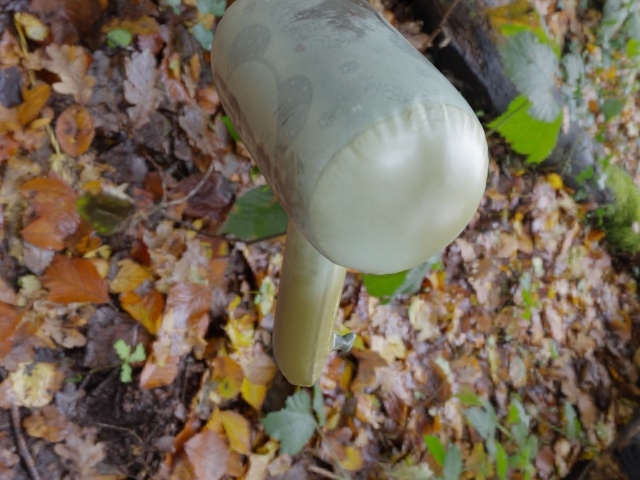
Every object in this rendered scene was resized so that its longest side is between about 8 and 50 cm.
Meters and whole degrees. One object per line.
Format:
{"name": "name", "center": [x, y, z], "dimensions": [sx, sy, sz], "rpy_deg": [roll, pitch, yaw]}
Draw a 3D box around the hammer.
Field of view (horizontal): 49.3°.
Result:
{"name": "hammer", "center": [0.000, 0.000, 0.458], "dimensions": [0.113, 0.202, 0.305], "rpy_deg": [-10, 135, -18]}
